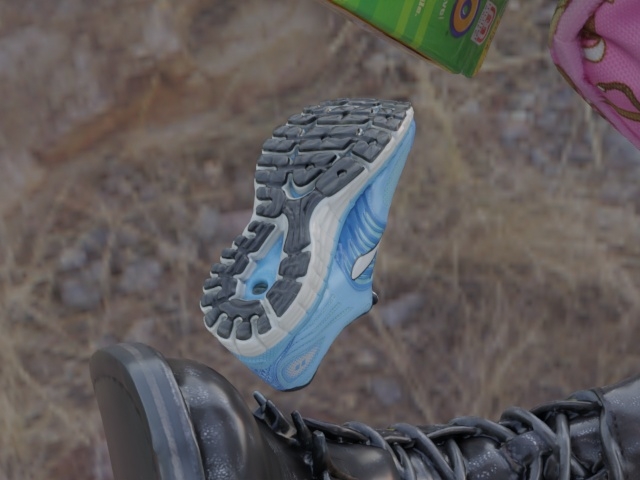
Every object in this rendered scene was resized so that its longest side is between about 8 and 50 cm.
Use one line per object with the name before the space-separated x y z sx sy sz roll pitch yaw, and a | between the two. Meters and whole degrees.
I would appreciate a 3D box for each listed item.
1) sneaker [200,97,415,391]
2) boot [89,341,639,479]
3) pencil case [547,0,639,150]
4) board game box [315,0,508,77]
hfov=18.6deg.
sneaker | 0.000 0.000 0.903 0.063 0.073 0.162 9 54 32
boot | 0.060 0.067 0.603 0.229 0.263 0.091 -18 66 0
pencil case | 0.223 -0.191 0.806 0.160 0.167 0.386 35 58 -17
board game box | 0.032 -0.141 0.724 0.039 0.259 0.124 25 94 25
